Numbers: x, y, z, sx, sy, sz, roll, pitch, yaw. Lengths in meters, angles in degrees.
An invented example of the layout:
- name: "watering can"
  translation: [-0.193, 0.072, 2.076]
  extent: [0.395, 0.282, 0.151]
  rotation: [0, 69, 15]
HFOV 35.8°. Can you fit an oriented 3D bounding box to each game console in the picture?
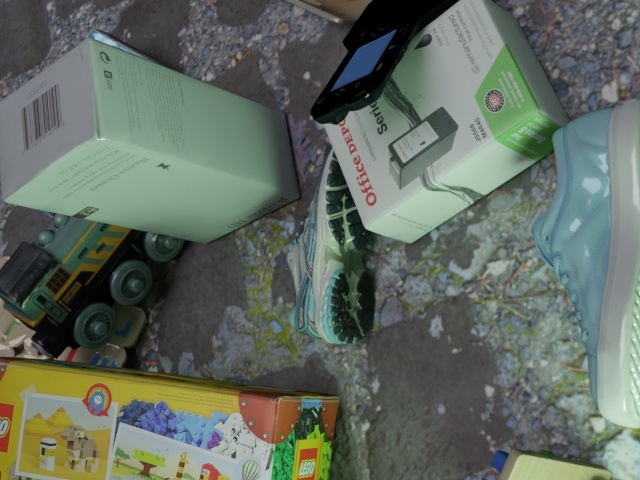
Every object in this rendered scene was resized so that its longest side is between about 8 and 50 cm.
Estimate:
- name: "game console"
  translation: [0.094, -0.269, 1.255]
  extent: [0.213, 0.044, 0.361]
  rotation: [-29, 23, 40]

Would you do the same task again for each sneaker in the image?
- name: "sneaker"
  translation: [0.000, 0.000, 1.372]
  extent: [0.122, 0.110, 0.282]
  rotation: [-3, 79, 41]
- name: "sneaker"
  translation: [0.315, 0.027, 1.114]
  extent: [0.150, 0.135, 0.365]
  rotation: [-10, 66, 45]

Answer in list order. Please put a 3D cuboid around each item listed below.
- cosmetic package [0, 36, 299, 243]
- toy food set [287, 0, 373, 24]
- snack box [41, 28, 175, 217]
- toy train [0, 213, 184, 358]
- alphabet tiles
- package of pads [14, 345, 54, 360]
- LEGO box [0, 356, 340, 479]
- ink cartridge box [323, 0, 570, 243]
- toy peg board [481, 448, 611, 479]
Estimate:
- name: "cosmetic package"
  translation: [-0.235, -0.124, 1.405]
  extent: [0.217, 0.385, 0.156]
  rotation: [-25, 65, 35]
- name: "toy food set"
  translation: [0.025, -0.489, 1.462]
  extent: [0.220, 0.092, 0.306]
  rotation: [33, 101, 38]
- name: "snack box"
  translation: [-0.368, -0.172, 1.684]
  extent: [0.187, 0.060, 0.321]
  rotation: [30, 101, 13]
- name: "toy train"
  translation: [-0.357, 0.022, 1.549]
  extent: [0.142, 0.190, 0.334]
  rotation: [23, 70, 42]
- name: "alphabet tiles"
  translation: [-0.439, 0.132, 1.641]
  extent: [0.284, 0.021, 0.277]
  rotation: [20, 71, 11]
- name: "package of pads"
  translation: [-0.513, 0.249, 1.668]
  extent: [0.229, 0.101, 0.296]
  rotation: [-10, 71, 0]
- name: "LEGO box"
  translation: [-0.250, 0.371, 1.373]
  extent: [0.501, 0.193, 0.372]
  rotation: [2, 83, 26]
- name: "ink cartridge box"
  translation: [0.154, -0.151, 1.274]
  extent: [0.273, 0.115, 0.198]
  rotation: [-35, 61, 28]
- name: "toy peg board"
  translation: [0.219, 0.304, 1.110]
  extent: [0.079, 0.161, 0.161]
  rotation: [29, 99, 54]
